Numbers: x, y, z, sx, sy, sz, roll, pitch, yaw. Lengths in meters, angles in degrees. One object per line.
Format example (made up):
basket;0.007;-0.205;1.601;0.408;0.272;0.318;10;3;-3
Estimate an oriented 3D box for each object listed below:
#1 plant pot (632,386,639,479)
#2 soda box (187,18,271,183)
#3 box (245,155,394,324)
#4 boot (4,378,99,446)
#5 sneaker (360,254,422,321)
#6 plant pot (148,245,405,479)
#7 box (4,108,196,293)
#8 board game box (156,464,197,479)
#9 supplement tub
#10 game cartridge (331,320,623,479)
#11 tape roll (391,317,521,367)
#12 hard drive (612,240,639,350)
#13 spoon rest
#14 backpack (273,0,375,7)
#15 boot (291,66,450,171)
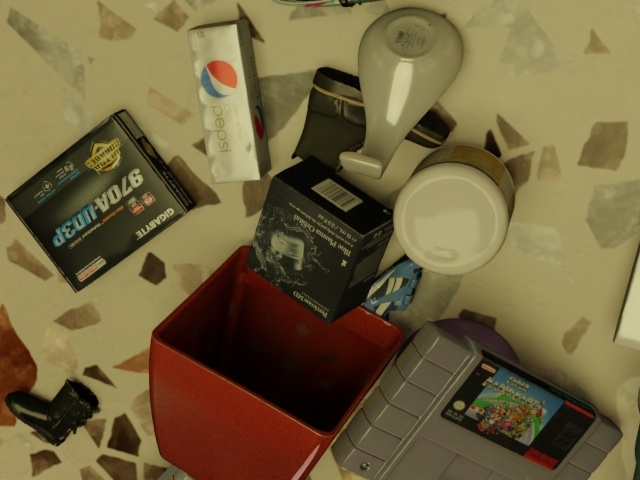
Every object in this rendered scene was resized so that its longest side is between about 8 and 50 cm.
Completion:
plant pot;0.532;0.382;1.685;0.341;0.341;0.334;15;115;8
soda box;-0.124;-0.190;1.794;0.074;0.069;0.216;-5;103;13
box;0.000;0.000;1.765;0.156;0.093;0.158;34;127;21
boot;-0.404;0.247;1.983;0.121;0.045;0.099;42;111;-9
sneaker;0.114;0.061;1.819;0.059;0.053;0.144;48;118;1
plant pot;-0.081;0.212;1.791;0.267;0.267;0.235;28;125;11
box;-0.316;-0.056;1.880;0.220;0.051;0.175;-34;95;18
board game box;-0.173;0.499;1.931;0.318;0.066;0.319;37;111;-23
supplement tub;0.177;-0.046;1.698;0.144;0.199;0.144;3;105;11
game cartridge;0.216;0.266;1.738;0.355;0.068;0.230;28;109;-29
tape roll;0.187;0.209;1.828;0.189;0.080;0.189;3;104;11
hard drive;0.585;0.069;1.703;0.353;0.047;0.233;15;96;8
spoon rest;0.094;-0.189;1.682;0.137;0.276;0.084;17;152;11
backpack;0.020;-0.404;1.641;0.254;0.191;0.225;-10;100;7
boot;0.065;-0.135;1.774;0.198;0.077;0.137;28;115;16
